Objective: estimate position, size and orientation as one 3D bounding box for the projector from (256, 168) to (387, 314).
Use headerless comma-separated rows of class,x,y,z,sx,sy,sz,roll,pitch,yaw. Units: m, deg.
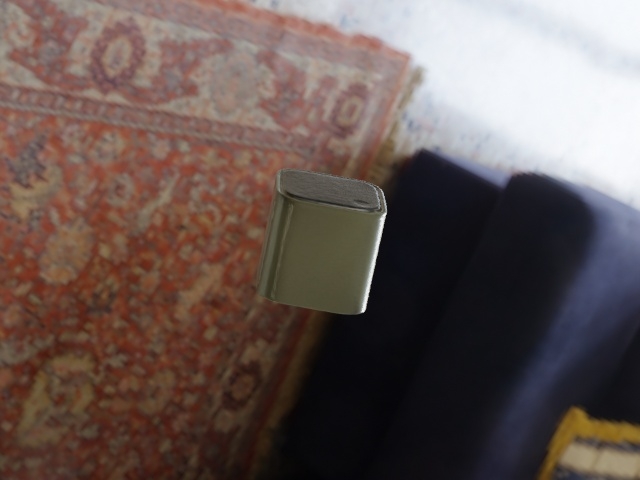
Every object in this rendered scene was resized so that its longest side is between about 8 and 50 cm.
projector,0.000,0.000,1.063,0.083,0.083,0.082,-97,-162,-71
